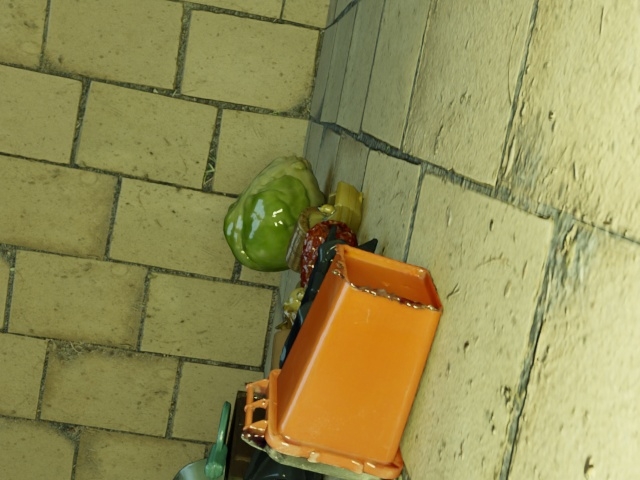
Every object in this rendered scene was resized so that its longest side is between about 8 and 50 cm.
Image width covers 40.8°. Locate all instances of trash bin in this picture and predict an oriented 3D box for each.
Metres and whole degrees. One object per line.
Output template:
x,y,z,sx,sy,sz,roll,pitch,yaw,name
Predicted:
0.026,0.133,0.964,0.161,0.184,0.238,-96,23,-67,trash bin

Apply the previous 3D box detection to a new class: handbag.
0.000,0.176,1.258,0.303,0.122,0.329,-73,0,-55,handbag

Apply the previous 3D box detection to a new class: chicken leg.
-0.043,0.205,1.864,0.101,0.085,0.207,-31,38,19,chicken leg

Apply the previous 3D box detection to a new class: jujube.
0.017,0.054,1.494,0.112,0.109,0.176,-31,-47,-49,jujube

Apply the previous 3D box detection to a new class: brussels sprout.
-0.113,-0.055,2.156,0.316,0.243,0.273,-82,12,-46,brussels sprout

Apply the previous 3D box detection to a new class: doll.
-0.023,0.083,1.422,0.061,0.051,0.093,-28,-31,-44,doll

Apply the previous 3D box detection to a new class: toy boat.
0.000,0.000,1.633,0.310,0.115,0.089,109,170,-57,toy boat

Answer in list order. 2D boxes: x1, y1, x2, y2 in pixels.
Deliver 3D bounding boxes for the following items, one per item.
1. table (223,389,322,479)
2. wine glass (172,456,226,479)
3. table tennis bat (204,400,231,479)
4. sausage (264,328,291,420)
-0.088,0.408,1.567,0.193,0.169,0.172,-88,10,-55,table
-0.207,0.709,1.884,0.406,0.267,0.267,-95,15,-51,wine glass
-0.182,0.373,1.567,0.201,0.033,0.124,-88,7,-75,table tennis bat
-0.033,0.271,1.496,0.123,0.123,0.253,106,171,-48,sausage
